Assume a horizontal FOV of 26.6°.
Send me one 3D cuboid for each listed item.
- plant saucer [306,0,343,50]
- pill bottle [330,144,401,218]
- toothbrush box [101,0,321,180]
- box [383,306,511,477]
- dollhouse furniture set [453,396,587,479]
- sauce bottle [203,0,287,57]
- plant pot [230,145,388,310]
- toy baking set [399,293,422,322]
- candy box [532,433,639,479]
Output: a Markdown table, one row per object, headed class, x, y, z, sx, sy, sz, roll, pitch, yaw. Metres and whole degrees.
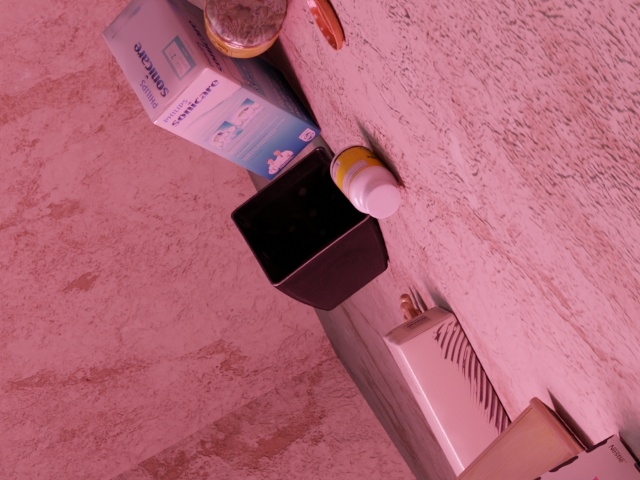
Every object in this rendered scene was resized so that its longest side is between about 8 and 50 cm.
| class | x | y | z | sx | sy | sz | roll | pitch | yaw |
| --- | --- | --- | --- | --- | --- | --- | --- | --- | --- |
| plant saucer | 0.005 | -0.260 | 1.575 | 0.083 | 0.013 | 0.083 | 61 | 175 | 8 |
| pill bottle | 0.060 | -0.074 | 1.742 | 0.065 | 0.065 | 0.116 | 65 | 174 | -33 |
| toothbrush box | -0.167 | -0.244 | 2.099 | 0.295 | 0.126 | 0.216 | 24 | -152 | -51 |
| box | 0.197 | 0.235 | 1.899 | 0.275 | 0.094 | 0.113 | 62 | 174 | -8 |
| dollhouse furniture set | 0.280 | 0.316 | 1.547 | 0.242 | 0.161 | 0.212 | 38 | -171 | -35 |
| sauce bottle | -0.107 | -0.306 | 1.877 | 0.111 | 0.111 | 0.344 | 62 | 177 | -4 |
| plant pot | 0.000 | 0.000 | 2.165 | 0.167 | 0.187 | 0.188 | 50 | -175 | -48 |
| toy baking set | 0.167 | 0.209 | 2.101 | 0.197 | 0.030 | 0.256 | -94 | -17 | -50 |
| candy box | 0.239 | 0.301 | 1.263 | 0.165 | 0.196 | 0.070 | 57 | 172 | 39 |
